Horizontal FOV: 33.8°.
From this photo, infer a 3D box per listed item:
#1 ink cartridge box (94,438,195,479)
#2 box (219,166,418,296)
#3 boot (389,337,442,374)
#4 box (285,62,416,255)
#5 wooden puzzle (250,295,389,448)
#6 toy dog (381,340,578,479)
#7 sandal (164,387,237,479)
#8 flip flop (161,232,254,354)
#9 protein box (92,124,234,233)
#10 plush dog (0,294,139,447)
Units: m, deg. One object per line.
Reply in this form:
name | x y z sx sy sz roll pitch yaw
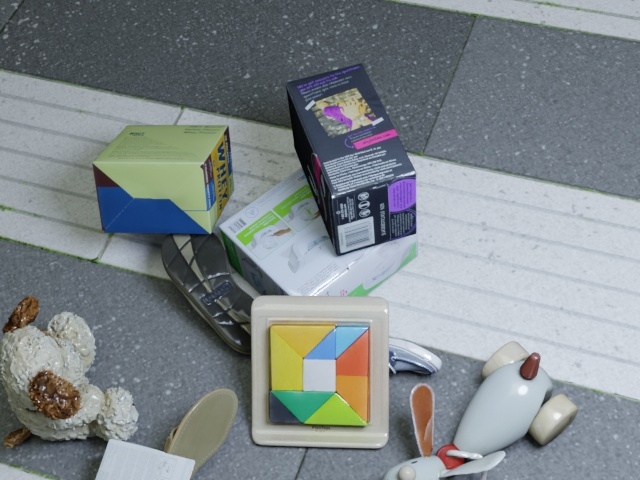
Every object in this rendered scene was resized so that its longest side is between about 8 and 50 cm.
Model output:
ink cartridge box | -0.268 0.385 1.583 0.179 0.045 0.145 6 70 32
box | 0.000 0.000 1.831 0.262 0.126 0.231 -37 59 -19
boot | 0.098 0.204 1.716 0.190 0.069 0.086 15 64 26
box | 0.049 -0.137 1.747 0.143 0.165 0.270 -16 52 -7
wooden puzzle | -0.002 0.208 1.665 0.221 0.044 0.238 0 89 7
toy dog | 0.243 0.275 1.580 0.220 0.161 0.333 24 61 23
sandal | -0.223 0.332 1.650 0.079 0.088 0.240 5 62 49
flip flop | -0.184 0.089 1.825 0.112 0.080 0.277 -31 70 -24
protein box | -0.276 -0.113 1.893 0.200 0.136 0.201 1 25 8
plush dog | -0.438 0.219 1.664 0.211 0.225 0.262 -30 56 -14
